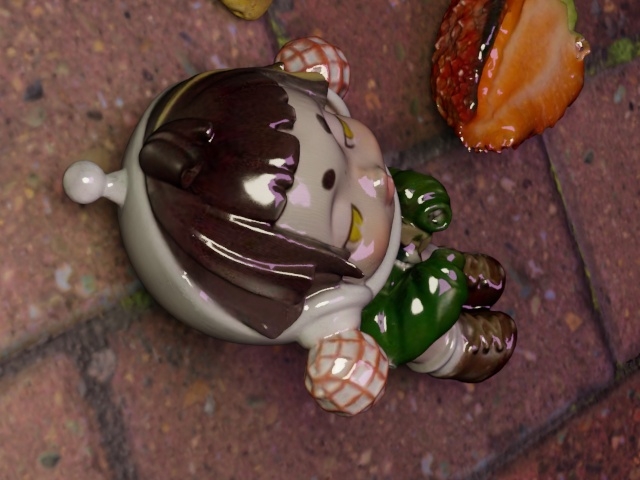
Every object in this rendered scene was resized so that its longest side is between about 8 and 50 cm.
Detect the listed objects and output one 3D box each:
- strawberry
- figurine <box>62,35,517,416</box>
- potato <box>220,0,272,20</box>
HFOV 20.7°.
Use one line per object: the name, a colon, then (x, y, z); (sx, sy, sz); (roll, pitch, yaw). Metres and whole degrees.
strawberry: (0.142, -0.148, 1.372); (0.140, 0.085, 0.192); (20, 76, -46)
figurine: (0.000, 0.000, 1.181); (0.370, 0.167, 0.281); (26, 47, -45)
potato: (-0.050, -0.197, 1.238); (0.051, 0.040, 0.083); (13, 74, -34)
